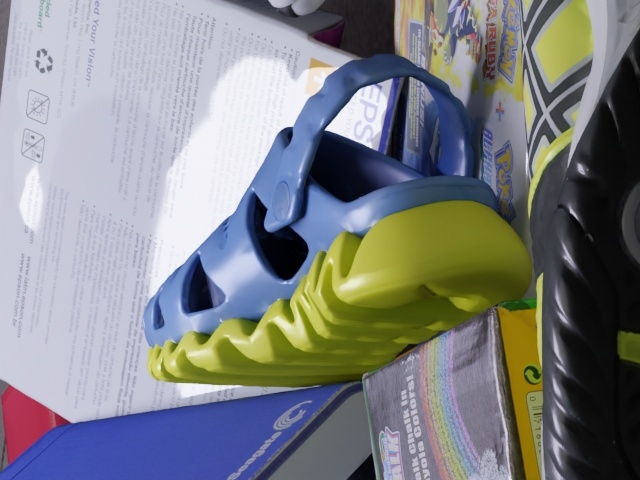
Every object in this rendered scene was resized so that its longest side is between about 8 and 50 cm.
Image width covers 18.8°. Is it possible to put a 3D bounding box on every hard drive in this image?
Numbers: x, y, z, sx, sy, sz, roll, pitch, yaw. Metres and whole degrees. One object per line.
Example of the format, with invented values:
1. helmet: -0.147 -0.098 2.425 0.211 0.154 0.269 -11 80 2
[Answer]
1. hard drive: -0.130 0.169 1.121 0.319 0.210 0.040 -14 113 51

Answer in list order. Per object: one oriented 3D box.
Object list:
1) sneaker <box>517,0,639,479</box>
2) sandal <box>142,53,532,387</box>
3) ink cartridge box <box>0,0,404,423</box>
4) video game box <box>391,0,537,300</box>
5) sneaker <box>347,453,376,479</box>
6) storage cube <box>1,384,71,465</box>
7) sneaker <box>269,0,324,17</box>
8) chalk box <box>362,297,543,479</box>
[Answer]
1. sneaker: 0.146 -0.058 0.766 0.147 0.145 0.384 154 122 -78
2. sandal: 0.000 0.000 1.038 0.317 0.126 0.138 -28 64 53
3. ink cartridge box: -0.084 -0.009 1.243 0.330 0.071 0.324 25 115 33
4. video game box: 0.090 -0.065 1.029 0.187 0.048 0.205 -155 64 -66
5. sneaker: 0.044 0.162 1.076 0.059 0.053 0.144 96 165 -47
6. storage cube: -0.133 0.185 1.496 0.215 0.184 0.193 135 128 -64
7. sneaker: 0.054 -0.231 1.056 0.162 0.106 0.281 -24 29 27
8. chalk box: 0.106 0.107 0.882 0.213 0.132 0.132 142 122 -68
